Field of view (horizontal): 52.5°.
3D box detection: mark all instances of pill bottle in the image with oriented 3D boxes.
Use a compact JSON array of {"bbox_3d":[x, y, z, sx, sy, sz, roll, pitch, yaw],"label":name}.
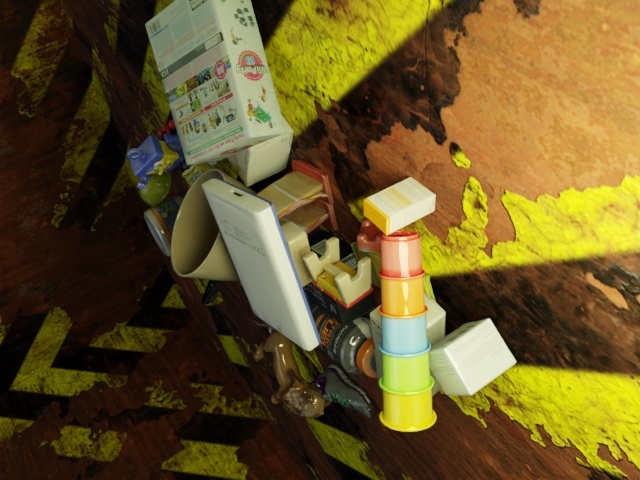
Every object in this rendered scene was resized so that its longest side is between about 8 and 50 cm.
[{"bbox_3d":[-0.363,-0.078,1.905,0.152,0.272,0.152,49,158,28],"label":"pill bottle"},{"bbox_3d":[0.069,0.227,1.495,0.245,0.130,0.130,25,140,57],"label":"pill bottle"}]

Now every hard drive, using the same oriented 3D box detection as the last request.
[{"bbox_3d":[-0.112,0.046,1.246,0.210,0.040,0.319,26,142,48],"label":"hard drive"}]

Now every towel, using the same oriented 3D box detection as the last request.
[{"bbox_3d":[0.145,0.073,1.272,0.237,0.021,0.102,27,147,55],"label":"towel"}]

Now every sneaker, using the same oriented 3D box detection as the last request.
[{"bbox_3d":[0.063,0.448,1.845,0.223,0.098,0.083,36,149,49],"label":"sneaker"}]

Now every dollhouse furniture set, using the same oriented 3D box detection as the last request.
[{"bbox_3d":[0.000,0.000,1.279,0.374,0.201,0.152,33,146,41],"label":"dollhouse furniture set"}]

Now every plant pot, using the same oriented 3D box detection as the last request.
[{"bbox_3d":[-0.172,-0.004,1.537,0.256,0.274,0.256,-30,51,44],"label":"plant pot"}]

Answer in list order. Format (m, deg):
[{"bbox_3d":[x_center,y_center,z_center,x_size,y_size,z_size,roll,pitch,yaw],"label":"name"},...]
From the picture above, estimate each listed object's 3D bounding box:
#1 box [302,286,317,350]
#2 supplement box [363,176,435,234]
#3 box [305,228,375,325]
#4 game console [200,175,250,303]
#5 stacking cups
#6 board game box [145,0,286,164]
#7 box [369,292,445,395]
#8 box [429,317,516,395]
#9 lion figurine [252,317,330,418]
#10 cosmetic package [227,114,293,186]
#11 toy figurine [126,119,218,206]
[{"bbox_3d":[-0.092,0.120,1.818,0.295,0.073,0.293,35,147,50],"label":"box"},{"bbox_3d":[0.125,-0.055,1.028,0.062,0.098,0.036,45,151,39],"label":"supplement box"},{"bbox_3d":[0.028,0.080,1.447,0.156,0.093,0.158,31,144,53],"label":"box"},{"bbox_3d":[-0.246,-0.007,1.713,0.044,0.361,0.213,15,146,-3],"label":"game console"},{"bbox_3d":[0.142,0.143,1.047,0.096,0.096,0.316,21,115,60],"label":"stacking cups"},{"bbox_3d":[-0.210,-0.324,1.278,0.224,0.097,0.303,-12,94,45],"label":"board game box"},{"bbox_3d":[0.170,0.215,1.242,0.094,0.113,0.275,44,156,35],"label":"box"},{"bbox_3d":[0.244,0.194,1.076,0.087,0.101,0.102,59,162,5],"label":"box"},{"bbox_3d":[-0.116,0.419,2.184,0.392,0.142,0.240,63,153,7],"label":"lion figurine"},{"bbox_3d":[-0.195,-0.295,1.455,0.309,0.113,0.160,55,158,17],"label":"cosmetic package"},{"bbox_3d":[-0.462,-0.237,1.775,0.362,0.217,0.191,-32,78,32],"label":"toy figurine"}]
